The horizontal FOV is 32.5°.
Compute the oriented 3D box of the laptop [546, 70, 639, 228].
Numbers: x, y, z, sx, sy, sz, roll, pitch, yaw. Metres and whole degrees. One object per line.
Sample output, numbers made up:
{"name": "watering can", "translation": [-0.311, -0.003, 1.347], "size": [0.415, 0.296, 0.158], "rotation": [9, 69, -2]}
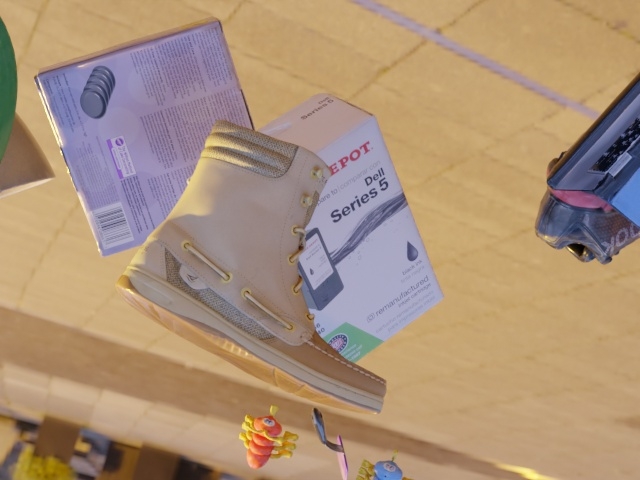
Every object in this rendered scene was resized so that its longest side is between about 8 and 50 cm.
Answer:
{"name": "laptop", "translation": [0.467, -0.124, 1.084], "size": [0.236, 0.382, 0.408], "rotation": [44, -164, 14]}

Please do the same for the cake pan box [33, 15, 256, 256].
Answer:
{"name": "cake pan box", "translation": [-0.209, -0.130, 1.428], "size": [0.246, 0.266, 0.070], "rotation": [-19, -161, -4]}

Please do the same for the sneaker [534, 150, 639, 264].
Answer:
{"name": "sneaker", "translation": [0.375, -0.038, 1.394], "size": [0.276, 0.135, 0.097], "rotation": [-1, -146, -37]}

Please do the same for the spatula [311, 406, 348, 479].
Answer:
{"name": "spatula", "translation": [0.019, 0.387, 2.103], "size": [0.030, 0.084, 0.296], "rotation": [-18, 147, 5]}

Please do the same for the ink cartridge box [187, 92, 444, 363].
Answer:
{"name": "ink cartridge box", "translation": [0.000, 0.000, 1.262], "size": [0.115, 0.198, 0.273], "rotation": [34, 153, 53]}

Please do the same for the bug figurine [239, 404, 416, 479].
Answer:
{"name": "bug figurine", "translation": [-0.009, 0.373, 1.634], "size": [0.279, 0.216, 0.072], "rotation": [18, -162, 11]}

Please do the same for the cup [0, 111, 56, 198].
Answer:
{"name": "cup", "translation": [-0.614, -0.158, 1.730], "size": [0.331, 0.237, 0.331], "rotation": [-17, -175, 2]}

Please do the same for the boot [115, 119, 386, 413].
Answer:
{"name": "boot", "translation": [-0.025, 0.024, 1.001], "size": [0.262, 0.203, 0.095], "rotation": [28, 163, -1]}

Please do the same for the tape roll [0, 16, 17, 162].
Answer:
{"name": "tape roll", "translation": [-0.400, -0.092, 0.926], "size": [0.077, 0.321, 0.321], "rotation": [29, 167, 20]}
